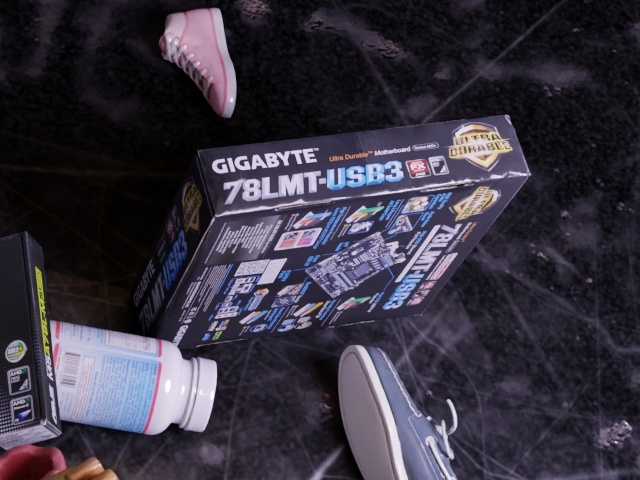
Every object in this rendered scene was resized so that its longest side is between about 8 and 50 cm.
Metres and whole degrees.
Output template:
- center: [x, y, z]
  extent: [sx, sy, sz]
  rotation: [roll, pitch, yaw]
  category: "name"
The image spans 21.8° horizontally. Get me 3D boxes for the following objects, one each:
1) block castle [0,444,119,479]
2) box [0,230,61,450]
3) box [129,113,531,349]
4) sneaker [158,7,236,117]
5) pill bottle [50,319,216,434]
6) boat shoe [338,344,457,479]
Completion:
- center: [-0.213, 0.309, 1.166]
  extent: [0.303, 0.453, 0.212]
  rotation: [-27, 116, -27]
  category: "block castle"
- center: [-0.325, 0.102, 1.436]
  extent: [0.191, 0.045, 0.184]
  rotation: [-14, 65, 8]
  category: "box"
- center: [0.000, 0.000, 1.500]
  extent: [0.293, 0.295, 0.073]
  rotation: [-9, 67, -22]
  category: "box"
- center: [-0.129, -0.181, 1.708]
  extent: [0.070, 0.051, 0.134]
  rotation: [-3, 59, -18]
  category: "sneaker"
- center: [-0.178, 0.126, 1.492]
  extent: [0.160, 0.087, 0.087]
  rotation: [12, 58, -12]
  category: "pill bottle"
- center: [0.091, 0.209, 1.529]
  extent: [0.079, 0.095, 0.254]
  rotation: [-15, 68, -23]
  category: "boat shoe"
